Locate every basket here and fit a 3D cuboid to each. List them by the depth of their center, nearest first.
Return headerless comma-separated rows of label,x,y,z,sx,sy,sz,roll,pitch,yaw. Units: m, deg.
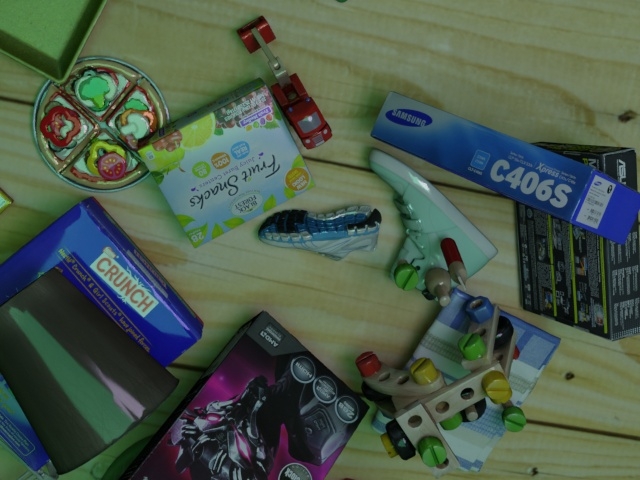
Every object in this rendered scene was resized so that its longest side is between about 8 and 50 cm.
basket,-0.338,0.162,1.196,0.204,0.154,0.227,-35,99,-1

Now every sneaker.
sneaker,0.136,-0.015,1.368,0.256,0.094,0.151,43,96,-11
sneaker,0.000,0.000,1.371,0.190,0.071,0.083,-2,132,5

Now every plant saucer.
plant saucer,-0.404,-0.348,1.265,0.188,0.045,0.188,28,97,-11

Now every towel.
towel,0.230,0.230,1.430,0.209,0.034,0.285,25,108,-11

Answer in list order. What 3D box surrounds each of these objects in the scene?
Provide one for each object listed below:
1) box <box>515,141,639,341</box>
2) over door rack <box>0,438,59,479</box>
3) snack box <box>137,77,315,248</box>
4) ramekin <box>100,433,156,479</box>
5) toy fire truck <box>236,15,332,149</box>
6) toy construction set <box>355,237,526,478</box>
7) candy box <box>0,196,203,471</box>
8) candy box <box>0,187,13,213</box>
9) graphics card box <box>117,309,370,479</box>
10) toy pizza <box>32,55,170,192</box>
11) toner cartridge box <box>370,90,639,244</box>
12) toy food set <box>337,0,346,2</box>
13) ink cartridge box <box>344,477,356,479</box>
box,0.379,-0.007,1.332,0.060,0.216,0.270,-11,102,-22
over door rack,-0.587,0.319,1.324,0.239,0.108,0.324,-39,123,2
snack box,-0.137,-0.114,1.317,0.207,0.070,0.175,-26,113,0
ramekin,-0.212,0.463,1.388,0.303,0.148,0.304,-1,101,-7
toy fire truck,-0.052,-0.229,1.282,0.047,0.192,0.135,-30,131,1
toy construction set,0.181,0.181,1.263,0.257,0.237,0.309,-4,111,0
candy box,-0.378,0.133,1.321,0.317,0.122,0.268,-38,101,2
candy box,-0.565,-0.026,1.316,0.206,0.027,0.105,-42,105,3
graphics card box,-0.114,0.310,1.288,0.233,0.094,0.371,43,54,-5
toy pizza,-0.323,-0.169,1.315,0.201,0.032,0.201,-1,101,-6
toner cartridge box,0.248,-0.103,1.222,0.165,0.347,0.075,17,100,-48
toy food set,0.034,-0.396,1.320,0.082,0.020,0.083,18,98,-10
ink cartridge box,0.018,0.509,1.347,0.117,0.283,0.207,21,99,17
